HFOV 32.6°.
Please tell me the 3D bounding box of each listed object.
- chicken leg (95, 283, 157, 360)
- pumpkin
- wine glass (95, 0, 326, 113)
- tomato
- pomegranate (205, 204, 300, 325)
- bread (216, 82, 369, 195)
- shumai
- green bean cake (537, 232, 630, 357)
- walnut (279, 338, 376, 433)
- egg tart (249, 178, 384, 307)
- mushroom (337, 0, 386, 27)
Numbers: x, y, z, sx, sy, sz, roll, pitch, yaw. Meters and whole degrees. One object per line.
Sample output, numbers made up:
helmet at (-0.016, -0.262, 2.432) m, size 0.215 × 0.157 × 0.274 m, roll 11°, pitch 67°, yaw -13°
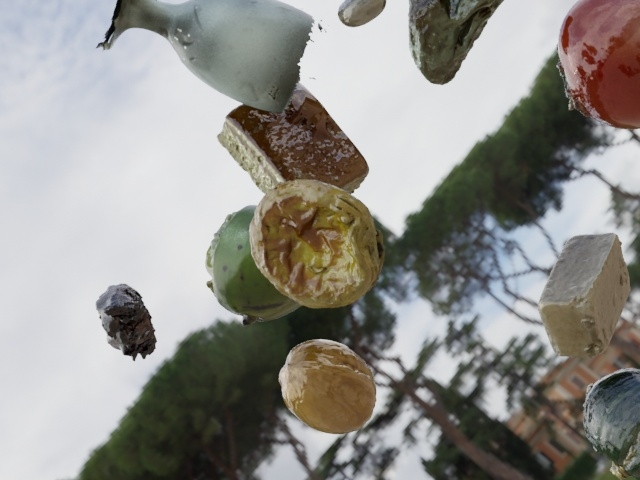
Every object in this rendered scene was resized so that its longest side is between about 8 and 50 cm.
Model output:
chicken leg at (-0.252, 0.106, 1.437) m, size 0.063 × 0.105 × 0.234 m, roll -19°, pitch -1°, yaw -6°
pumpkin at (0.449, 0.263, 1.500) m, size 0.146 × 0.190 × 0.190 m, roll -38°, pitch -20°, yaw 12°
wine glass at (-0.181, -0.343, 1.836) m, size 0.190 × 0.357 × 0.190 m, roll -164°, pitch 90°, yaw -81°
tomato at (0.645, -0.389, 2.253) m, size 0.321 × 0.321 × 0.321 m, roll -41°, pitch -24°, yaw -23°
pomegranate at (-0.108, 0.016, 2.326) m, size 0.341 × 0.260 × 0.260 m, roll -68°, pitch -23°, yaw -1°
bread at (-0.045, -0.162, 1.964) m, size 0.184 × 0.234 × 0.110 m, roll -32°, pitch -14°, yaw -35°
shumai at (0.307, -0.473, 2.355) m, size 0.222 × 0.203 × 0.272 m, roll -18°, pitch -72°, yaw -61°
green bean cake at (0.392, 0.079, 1.611) m, size 0.179 × 0.085 × 0.109 m, roll -52°, pitch -49°, yaw -44°
walnut at (0.013, 0.261, 1.955) m, size 0.206 × 0.159 × 0.159 m, roll 34°, pitch -85°, yaw -40°
egg tart at (0.000, 0.000, 1.813) m, size 0.106 × 0.241 × 0.241 m, roll -48°, pitch -14°, yaw -56°
mushroom at (0.057, -0.375, 1.696) m, size 0.085 × 0.079 × 0.085 m, roll -33°, pitch 16°, yaw 11°
